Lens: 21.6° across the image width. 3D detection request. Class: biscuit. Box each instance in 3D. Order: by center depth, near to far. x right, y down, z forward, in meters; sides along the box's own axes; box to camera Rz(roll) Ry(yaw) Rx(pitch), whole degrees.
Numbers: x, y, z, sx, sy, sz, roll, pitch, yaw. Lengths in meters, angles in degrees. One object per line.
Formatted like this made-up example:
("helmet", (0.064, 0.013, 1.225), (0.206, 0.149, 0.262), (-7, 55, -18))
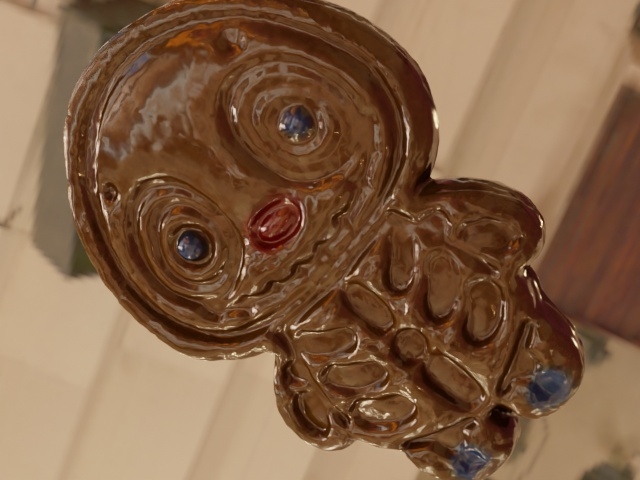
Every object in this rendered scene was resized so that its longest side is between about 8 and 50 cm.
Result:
("biscuit", (0.000, 0.000, 0.502), (0.175, 0.124, 0.026), (40, -154, 0))
